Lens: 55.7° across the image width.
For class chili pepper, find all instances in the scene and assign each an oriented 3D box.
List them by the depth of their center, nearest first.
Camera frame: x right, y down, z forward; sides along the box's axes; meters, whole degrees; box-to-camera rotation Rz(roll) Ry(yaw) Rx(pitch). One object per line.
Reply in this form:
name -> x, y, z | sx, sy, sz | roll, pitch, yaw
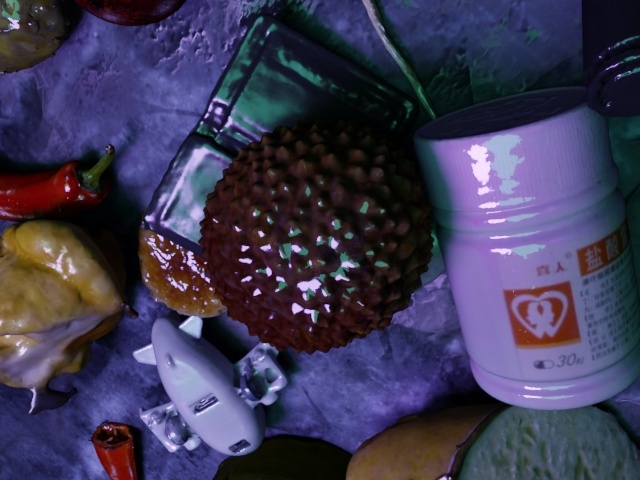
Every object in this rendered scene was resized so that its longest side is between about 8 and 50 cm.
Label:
chili pepper -> -0.462, -0.082, 0.929 | 0.369, 0.091, 0.137 | -2, 144, 11
chili pepper -> -0.381, 0.436, 1.172 | 0.088, 0.065, 0.168 | 11, 122, 32

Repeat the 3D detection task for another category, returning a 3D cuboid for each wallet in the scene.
wallet -> -0.056, -0.094, 0.780 | 0.247, 0.041, 0.322 | 29, 104, -8

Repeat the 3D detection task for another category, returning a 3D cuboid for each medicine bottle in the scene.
medicine bottle -> 0.237, 0.006, 0.682 | 0.202, 0.202, 0.315 | -11, 110, 23

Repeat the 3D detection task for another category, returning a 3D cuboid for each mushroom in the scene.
mushroom -> 0.105, -0.203, 0.738 | 0.026, 0.028, 0.286 | -22, 99, 26

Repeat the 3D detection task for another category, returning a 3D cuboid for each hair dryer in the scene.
hair dryer -> 0.362, -0.186, 0.594 | 0.251, 0.197, 0.089 | 20, 149, -19

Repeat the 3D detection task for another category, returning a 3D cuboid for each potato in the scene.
potato -> -0.453, -0.306, 0.836 | 0.251, 0.113, 0.149 | -1, 120, 29
potato -> 0.235, 0.360, 0.864 | 0.397, 0.289, 0.296 | 10, 160, -27

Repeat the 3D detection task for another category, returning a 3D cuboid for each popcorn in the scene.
popcorn -> -0.443, 0.095, 0.941 | 0.316, 0.297, 0.281 | -41, 70, -8

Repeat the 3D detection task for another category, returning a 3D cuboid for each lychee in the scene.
lychee -> 0.000, 0.000, 0.656 | 0.268, 0.267, 0.267 | 7, 115, 16

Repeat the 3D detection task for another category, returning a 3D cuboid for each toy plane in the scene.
toy plane -> -0.181, 0.231, 0.973 | 0.267, 0.122, 0.266 | 1, 104, 3

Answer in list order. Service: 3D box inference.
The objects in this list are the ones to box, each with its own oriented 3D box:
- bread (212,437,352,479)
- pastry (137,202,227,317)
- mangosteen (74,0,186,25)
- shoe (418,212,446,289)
bread -> -0.033, 0.520, 1.048 | 0.382, 0.129, 0.366 | 3, 111, 17
pastry -> -0.180, 0.016, 0.892 | 0.182, 0.093, 0.192 | 4, 113, 14
mangosteen -> -0.234, -0.342, 0.694 | 0.200, 0.200, 0.199 | 7, 115, 16
shoe -> 0.065, 0.049, 0.821 | 0.251, 0.100, 0.103 | -31, 100, 30
